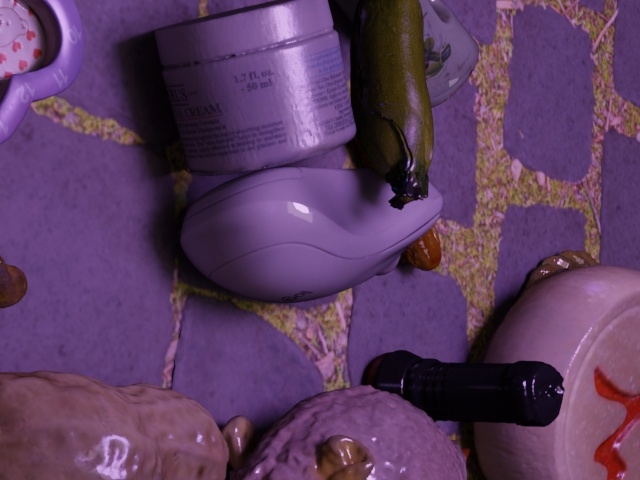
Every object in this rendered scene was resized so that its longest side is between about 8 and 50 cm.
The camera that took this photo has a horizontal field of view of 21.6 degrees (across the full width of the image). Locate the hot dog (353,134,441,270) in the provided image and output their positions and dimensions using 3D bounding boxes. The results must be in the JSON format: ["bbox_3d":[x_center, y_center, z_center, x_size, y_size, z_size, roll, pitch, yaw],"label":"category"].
[{"bbox_3d":[0.082,-0.063,1.903,0.215,0.047,0.066,65,31,-19],"label":"hot dog"}]

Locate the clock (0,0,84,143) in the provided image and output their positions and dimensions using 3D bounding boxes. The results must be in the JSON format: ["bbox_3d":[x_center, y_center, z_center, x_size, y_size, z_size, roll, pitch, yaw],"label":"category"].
[{"bbox_3d":[-0.307,-0.179,1.476,0.198,0.064,0.172,-50,121,-39],"label":"clock"}]

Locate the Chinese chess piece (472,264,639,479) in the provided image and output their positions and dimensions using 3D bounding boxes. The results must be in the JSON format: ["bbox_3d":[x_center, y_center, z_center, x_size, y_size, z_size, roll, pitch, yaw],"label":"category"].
[{"bbox_3d":[0.331,0.197,2.038,0.338,0.141,0.338,-8,102,-43],"label":"Chinese chess piece"}]

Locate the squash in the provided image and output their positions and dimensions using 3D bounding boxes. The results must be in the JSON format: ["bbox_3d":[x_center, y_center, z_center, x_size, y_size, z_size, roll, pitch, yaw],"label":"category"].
[{"bbox_3d":[0.074,-0.149,1.720,0.087,0.087,0.331,41,31,-37],"label":"squash"}]

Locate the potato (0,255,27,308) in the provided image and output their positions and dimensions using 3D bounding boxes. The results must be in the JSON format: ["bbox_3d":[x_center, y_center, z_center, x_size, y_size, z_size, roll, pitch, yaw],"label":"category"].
[{"bbox_3d":[-0.296,0.029,1.481,0.092,0.045,0.046,47,18,-37],"label":"potato"}]

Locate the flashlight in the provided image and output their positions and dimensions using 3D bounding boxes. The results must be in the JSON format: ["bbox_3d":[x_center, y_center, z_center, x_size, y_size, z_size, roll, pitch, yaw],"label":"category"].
[{"bbox_3d":[0.157,0.163,1.821,0.093,0.232,0.093,5,83,-49],"label":"flashlight"}]

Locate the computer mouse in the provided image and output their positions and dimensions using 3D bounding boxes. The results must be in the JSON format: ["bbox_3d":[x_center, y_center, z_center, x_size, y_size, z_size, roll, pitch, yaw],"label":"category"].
[{"bbox_3d":[0.000,0.000,1.706,0.297,0.184,0.121,5,65,-48],"label":"computer mouse"}]

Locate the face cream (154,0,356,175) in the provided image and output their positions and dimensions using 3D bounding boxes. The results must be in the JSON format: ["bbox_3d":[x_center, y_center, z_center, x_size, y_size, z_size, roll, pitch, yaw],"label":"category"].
[{"bbox_3d":[-0.063,-0.154,1.657,0.177,0.177,0.152,-22,103,-47],"label":"face cream"}]

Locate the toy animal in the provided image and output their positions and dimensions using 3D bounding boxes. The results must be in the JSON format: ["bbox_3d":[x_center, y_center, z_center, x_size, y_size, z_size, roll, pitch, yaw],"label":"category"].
[{"bbox_3d":[0.032,0.264,1.708,0.358,0.188,0.226,-26,110,-46],"label":"toy animal"}]

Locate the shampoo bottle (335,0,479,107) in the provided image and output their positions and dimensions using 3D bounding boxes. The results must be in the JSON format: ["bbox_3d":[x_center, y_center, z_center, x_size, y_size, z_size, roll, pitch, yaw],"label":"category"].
[{"bbox_3d":[0.082,-0.268,1.896,0.234,0.087,0.118,51,58,-30],"label":"shampoo bottle"}]

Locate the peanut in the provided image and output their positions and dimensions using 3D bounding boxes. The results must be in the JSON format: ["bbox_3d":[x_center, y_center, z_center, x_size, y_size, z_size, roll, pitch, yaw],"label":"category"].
[{"bbox_3d":[-0.199,0.197,1.489,0.291,0.159,0.143,14,112,-46],"label":"peanut"}]

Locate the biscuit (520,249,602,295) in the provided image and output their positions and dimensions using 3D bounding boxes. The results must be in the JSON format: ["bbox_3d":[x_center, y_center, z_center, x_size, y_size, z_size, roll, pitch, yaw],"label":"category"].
[{"bbox_3d":[0.337,0.106,2.169,0.274,0.036,0.187,22,70,-44],"label":"biscuit"}]
